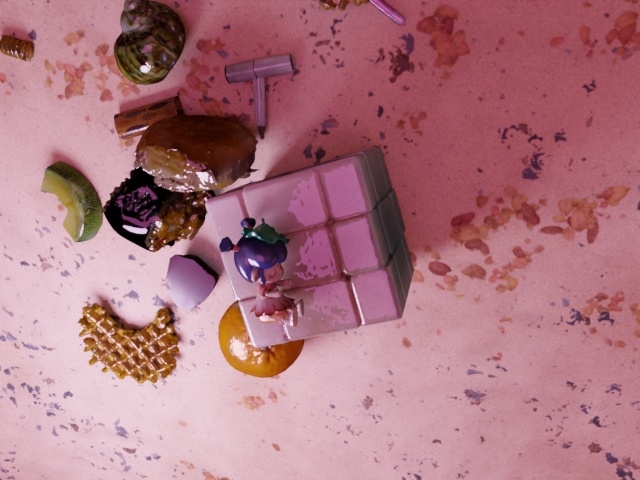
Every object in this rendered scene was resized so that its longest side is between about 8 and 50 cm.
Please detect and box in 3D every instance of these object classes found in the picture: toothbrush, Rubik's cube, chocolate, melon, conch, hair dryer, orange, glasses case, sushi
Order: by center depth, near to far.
[{"bbox_3d":[0.056,-0.527,1.085,0.286,0.025,0.020,36,113,-5],"label":"toothbrush"},{"bbox_3d":[0.000,0.000,1.132,0.318,0.322,0.316,-13,101,17],"label":"Rubik's cube"},{"bbox_3d":[-0.384,-0.432,1.169,0.187,0.124,0.182,4,110,20],"label":"conch"},{"bbox_3d":[-0.118,-0.313,1.207,0.154,0.044,0.183,-6,116,16],"label":"hair dryer"},{"bbox_3d":[-0.368,-0.075,1.274,0.204,0.200,0.213,34,88,-1],"label":"sushi"},{"bbox_3d":[-0.406,-0.289,1.278,0.169,0.041,0.065,-11,109,17],"label":"glasses case"},{"bbox_3d":[-0.150,0.240,1.363,0.219,0.193,0.220,1,95,14],"label":"orange"},{"bbox_3d":[-0.325,0.092,1.399,0.125,0.080,0.149,-12,102,5],"label":"chocolate"},{"bbox_3d":[-0.645,-0.101,1.401,0.118,0.064,0.210,-27,102,27],"label":"melon"}]

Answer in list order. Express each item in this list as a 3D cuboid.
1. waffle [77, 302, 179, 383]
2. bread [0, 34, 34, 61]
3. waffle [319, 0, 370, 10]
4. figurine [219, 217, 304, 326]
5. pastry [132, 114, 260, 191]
[{"bbox_3d":[-0.538,0.295,1.538,0.292,0.069,0.260,7,116,7],"label":"waffle"},{"bbox_3d":[-0.727,-0.460,1.284,0.087,0.034,0.049,20,109,5],"label":"bread"},{"bbox_3d":[0.044,-0.535,1.046,0.191,0.046,0.161,-15,109,14],"label":"waffle"},{"bbox_3d":[-0.100,0.059,0.946,0.102,0.111,0.195,-6,104,15],"label":"figurine"},{"bbox_3d":[-0.266,-0.192,1.182,0.256,0.236,0.121,14,123,11],"label":"pastry"}]
